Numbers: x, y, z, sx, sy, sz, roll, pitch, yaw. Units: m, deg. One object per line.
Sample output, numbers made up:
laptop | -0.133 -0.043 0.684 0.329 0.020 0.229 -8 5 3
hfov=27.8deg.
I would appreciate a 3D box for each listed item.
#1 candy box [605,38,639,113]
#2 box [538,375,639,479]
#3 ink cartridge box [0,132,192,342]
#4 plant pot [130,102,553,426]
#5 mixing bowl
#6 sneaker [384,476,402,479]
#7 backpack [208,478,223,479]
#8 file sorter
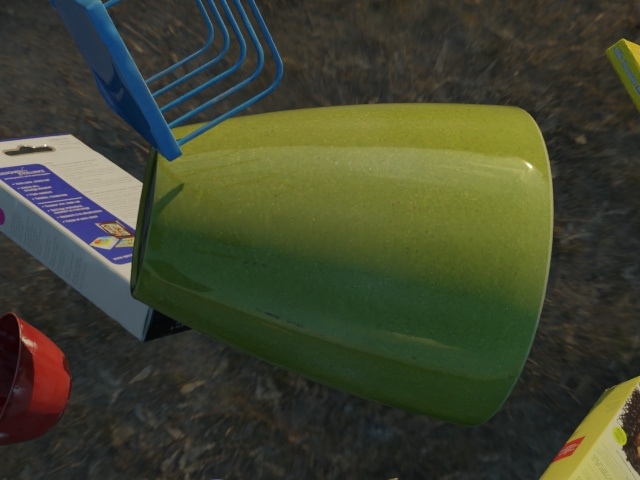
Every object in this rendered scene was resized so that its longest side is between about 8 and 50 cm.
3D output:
candy box | 0.348 -0.132 1.249 0.027 0.206 0.105 -38 68 29
box | 0.278 0.230 1.270 0.058 0.232 0.087 -31 96 45
ink cartridge box | -0.247 -0.016 1.467 0.371 0.176 0.069 35 120 31
plant pot | 0.000 0.000 1.061 0.294 0.275 0.274 9 90 -13
mixing bowl | -0.391 0.195 1.699 0.098 0.181 0.181 22 91 -30
sneaker | 0.157 0.358 1.390 0.286 0.109 0.130 27 104 -1
backpack | -0.120 0.293 1.247 0.101 0.120 0.098 38 120 36
file sorter | -0.114 -0.151 0.921 0.104 0.170 0.118 -32 117 -10
